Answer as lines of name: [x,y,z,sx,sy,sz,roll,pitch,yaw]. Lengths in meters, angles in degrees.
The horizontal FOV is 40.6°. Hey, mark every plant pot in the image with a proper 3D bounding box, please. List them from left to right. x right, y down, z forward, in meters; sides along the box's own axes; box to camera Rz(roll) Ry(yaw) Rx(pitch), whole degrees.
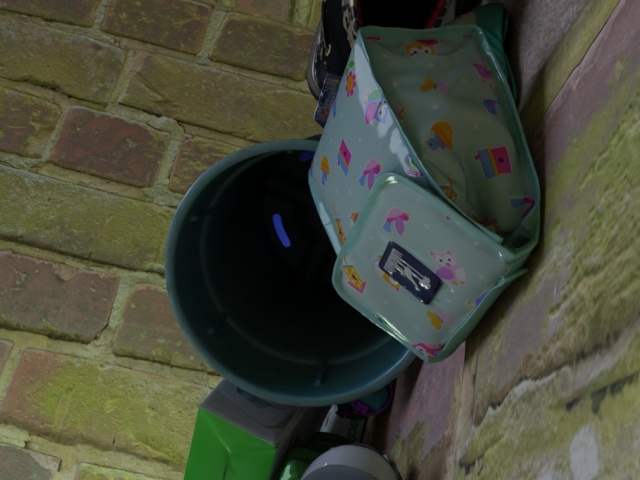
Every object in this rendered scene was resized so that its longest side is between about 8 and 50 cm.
plant pot: [0.000,0.000,1.195,0.334,0.341,0.341,-62,-13,-71]

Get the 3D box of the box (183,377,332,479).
box: [-0.083,0.282,1.260,0.231,0.127,0.262,-50,-19,-50]

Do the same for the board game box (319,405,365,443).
board game box: [0.009,0.404,1.448,0.193,0.053,0.305,123,162,-83]

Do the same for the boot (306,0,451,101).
boot: [0.081,-0.358,1.067,0.284,0.138,0.377,-164,89,-80]

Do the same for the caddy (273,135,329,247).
caddy: [0.020,-0.026,1.536,0.341,0.241,0.179,-79,8,-50]

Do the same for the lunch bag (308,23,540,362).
lunch bag: [0.099,-0.037,0.822,0.223,0.160,0.262,114,145,-54]

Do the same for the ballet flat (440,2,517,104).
ballet flat: [0.171,-0.212,0.980,0.247,0.087,0.083,-79,4,-51]

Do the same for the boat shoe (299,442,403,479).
boat shoe: [0.042,0.284,0.955,0.306,0.113,0.105,86,-156,-49]

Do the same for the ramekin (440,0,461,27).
ramekin: [0.155,-0.435,1.349,0.277,0.135,0.277,6,-90,-80]

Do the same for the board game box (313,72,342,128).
board game box: [0.113,-0.130,1.043,0.194,0.194,0.060,16,-89,-74]

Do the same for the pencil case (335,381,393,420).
pencil case: [0.060,0.227,1.257,0.070,0.064,0.151,-48,-6,-15]

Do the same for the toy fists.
toy fists: [0.001,0.346,1.188,0.279,0.096,0.142,13,-99,-75]
